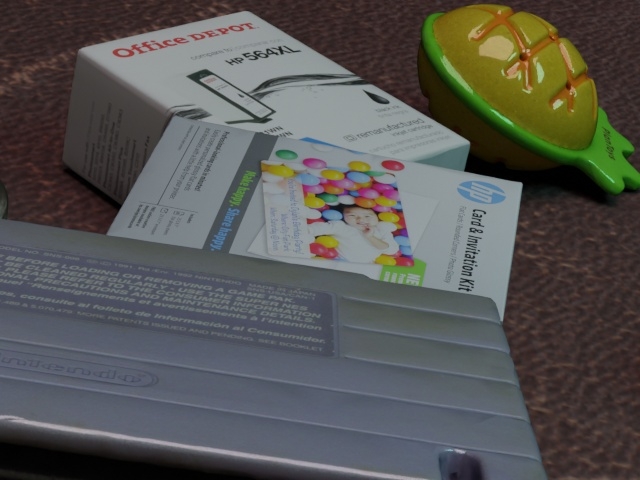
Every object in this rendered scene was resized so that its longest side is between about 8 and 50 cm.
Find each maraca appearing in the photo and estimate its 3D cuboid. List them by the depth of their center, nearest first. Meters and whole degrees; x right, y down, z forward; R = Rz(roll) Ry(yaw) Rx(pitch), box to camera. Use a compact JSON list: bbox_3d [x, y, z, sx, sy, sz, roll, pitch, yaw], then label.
[{"bbox_3d":[0.143,-0.093,1.239,0.185,0.099,0.127,30,33,-19],"label":"maraca"}]

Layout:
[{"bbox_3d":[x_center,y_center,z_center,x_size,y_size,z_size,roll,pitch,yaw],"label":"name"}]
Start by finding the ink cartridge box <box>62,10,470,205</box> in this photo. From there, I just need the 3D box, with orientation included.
[{"bbox_3d":[-0.036,-0.054,1.109,0.148,0.086,0.203,-19,42,-42],"label":"ink cartridge box"}]

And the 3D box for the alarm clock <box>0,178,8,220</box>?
[{"bbox_3d":[-0.227,-0.003,0.982,0.129,0.064,0.192,-6,36,-28],"label":"alarm clock"}]

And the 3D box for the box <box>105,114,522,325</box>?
[{"bbox_3d":[0.000,0.000,0.889,0.186,0.038,0.145,13,29,4],"label":"box"}]

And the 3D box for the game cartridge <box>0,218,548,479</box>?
[{"bbox_3d":[-0.099,0.052,0.706,0.355,0.068,0.230,9,12,-2],"label":"game cartridge"}]
